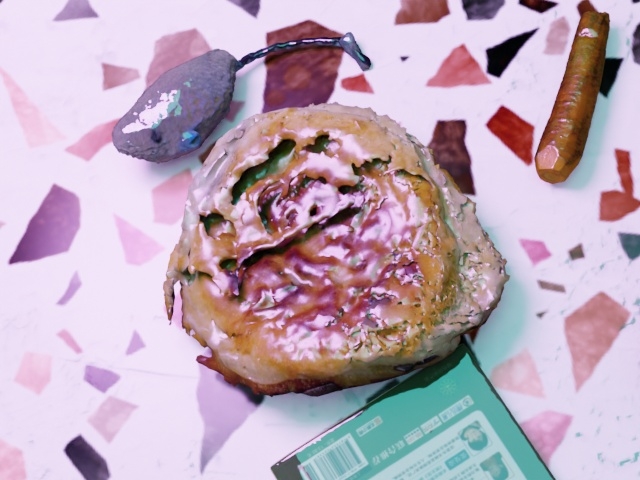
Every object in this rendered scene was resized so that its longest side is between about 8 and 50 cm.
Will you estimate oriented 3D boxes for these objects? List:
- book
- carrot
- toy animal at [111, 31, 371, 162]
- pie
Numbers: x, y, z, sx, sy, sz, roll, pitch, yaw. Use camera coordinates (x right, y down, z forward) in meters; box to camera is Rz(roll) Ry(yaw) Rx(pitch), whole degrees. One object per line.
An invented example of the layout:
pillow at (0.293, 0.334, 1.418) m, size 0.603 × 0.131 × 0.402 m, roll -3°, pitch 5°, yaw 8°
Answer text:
book at (0.107, 0.245, 1.073) m, size 0.202 × 0.027 × 0.264 m, roll -32°, pitch 68°, yaw -4°
carrot at (0.230, -0.132, 1.178) m, size 0.042 × 0.042 × 0.171 m, roll 13°, pitch 71°, yaw 14°
toy animal at (-0.083, -0.146, 1.228) m, size 0.253 × 0.070 × 0.079 m, roll -27°, pitch 104°, yaw -13°
pie at (0.000, 0.001, 1.141) m, size 0.308 × 0.085 × 0.308 m, roll -4°, pitch 69°, yaw 11°
